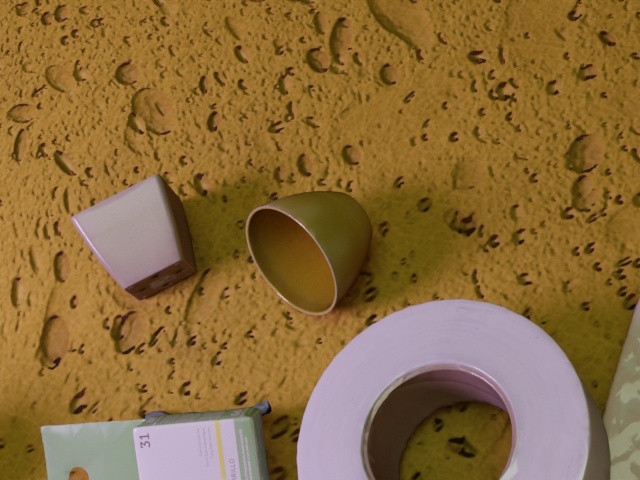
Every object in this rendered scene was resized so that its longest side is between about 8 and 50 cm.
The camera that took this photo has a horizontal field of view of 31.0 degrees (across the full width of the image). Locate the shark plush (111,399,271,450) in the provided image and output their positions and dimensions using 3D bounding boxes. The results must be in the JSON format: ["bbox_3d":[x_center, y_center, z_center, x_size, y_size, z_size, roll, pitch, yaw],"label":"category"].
[{"bbox_3d":[-0.130,0.202,1.199,0.161,0.067,0.073,-5,64,11],"label":"shark plush"}]

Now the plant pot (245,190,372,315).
[{"bbox_3d":[0.000,0.000,1.243,0.134,0.134,0.095,37,54,25],"label":"plant pot"}]

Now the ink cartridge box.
[{"bbox_3d":[-0.166,0.261,1.148,0.235,0.056,0.171,-6,94,8],"label":"ink cartridge box"}]

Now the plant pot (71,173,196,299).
[{"bbox_3d":[-0.197,0.004,1.292,0.109,0.109,0.096,-27,74,0],"label":"plant pot"}]

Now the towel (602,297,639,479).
[{"bbox_3d":[0.426,0.206,1.076,0.332,0.053,0.316,14,69,20],"label":"towel"}]

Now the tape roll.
[{"bbox_3d":[0.125,0.203,1.092,0.286,0.100,0.286,-12,58,19],"label":"tape roll"}]
